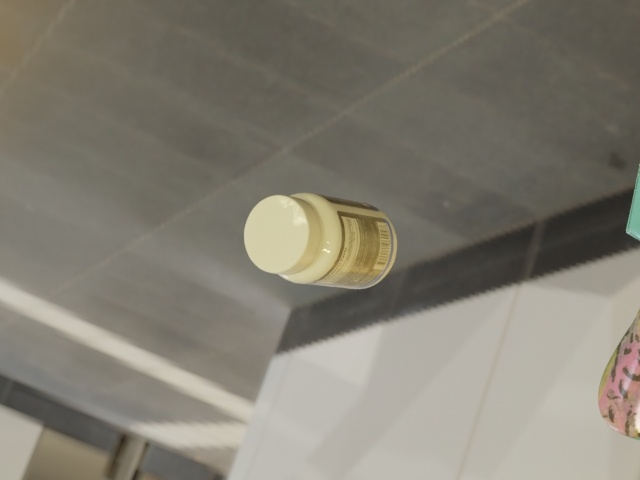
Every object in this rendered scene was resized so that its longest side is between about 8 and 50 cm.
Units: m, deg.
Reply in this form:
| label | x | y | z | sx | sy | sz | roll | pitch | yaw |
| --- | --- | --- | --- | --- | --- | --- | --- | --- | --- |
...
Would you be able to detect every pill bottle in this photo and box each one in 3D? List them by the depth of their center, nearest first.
| label | x | y | z | sx | sy | sz | roll | pitch | yaw |
| --- | --- | --- | --- | --- | --- | --- | --- | --- | --- |
| pill bottle | 0.000 | 0.000 | 1.334 | 0.078 | 0.078 | 0.137 | 7 | 179 | 34 |

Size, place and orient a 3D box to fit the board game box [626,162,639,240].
| label | x | y | z | sx | sy | sz | roll | pitch | yaw |
| --- | --- | --- | --- | --- | --- | --- | --- | --- | --- |
| board game box | 0.412 | -0.040 | 1.262 | 0.336 | 0.079 | 0.254 | 40 | 139 | 40 |

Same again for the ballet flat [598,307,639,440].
| label | x | y | z | sx | sy | sz | roll | pitch | yaw |
| --- | --- | --- | --- | --- | --- | --- | --- | --- | --- |
| ballet flat | 0.237 | 0.022 | 0.824 | 0.077 | 0.221 | 0.079 | 58 | 178 | 40 |
